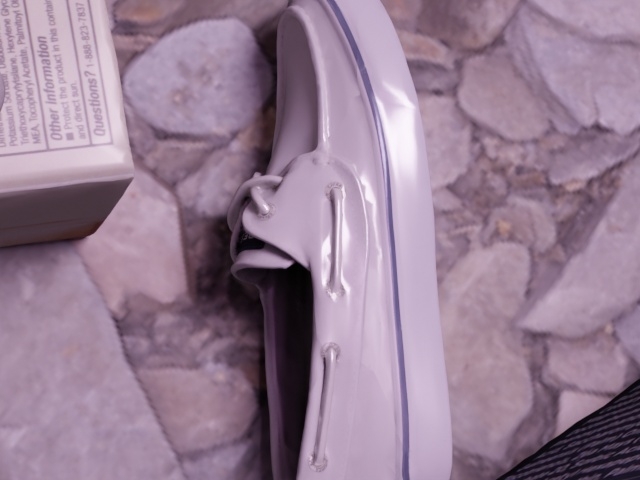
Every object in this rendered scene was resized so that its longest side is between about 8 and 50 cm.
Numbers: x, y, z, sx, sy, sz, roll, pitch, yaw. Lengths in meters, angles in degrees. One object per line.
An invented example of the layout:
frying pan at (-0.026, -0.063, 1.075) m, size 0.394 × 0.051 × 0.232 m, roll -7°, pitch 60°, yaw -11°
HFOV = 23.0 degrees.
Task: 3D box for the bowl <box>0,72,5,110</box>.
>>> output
bowl at (-0.199, -0.053, 0.562) m, size 0.142 × 0.053 × 0.142 m, roll 37°, pitch 73°, yaw -5°

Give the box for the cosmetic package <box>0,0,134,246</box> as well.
cosmetic package at (-0.240, -0.064, 0.649) m, size 0.296 × 0.129 × 0.153 m, roll -6°, pitch 80°, yaw -18°

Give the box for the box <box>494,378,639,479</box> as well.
box at (0.261, 0.264, 0.578) m, size 0.472 × 0.297 × 0.480 m, roll -29°, pitch 88°, yaw -33°

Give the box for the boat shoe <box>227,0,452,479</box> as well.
boat shoe at (0.000, 0.000, 0.720) m, size 0.084 × 0.095 × 0.258 m, roll -4°, pitch 77°, yaw -21°
